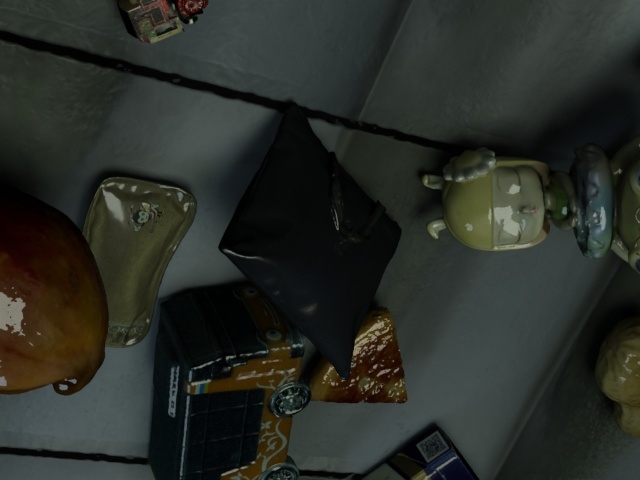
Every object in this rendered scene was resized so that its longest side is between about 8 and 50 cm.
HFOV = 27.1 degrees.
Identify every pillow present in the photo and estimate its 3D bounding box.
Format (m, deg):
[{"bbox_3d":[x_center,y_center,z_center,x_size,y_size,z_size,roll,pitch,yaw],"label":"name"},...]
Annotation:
[{"bbox_3d":[-0.220,0.028,1.458,0.130,0.033,0.218,12,116,-32],"label":"pillow"}]

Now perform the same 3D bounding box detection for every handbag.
[{"bbox_3d":[0.000,0.000,1.473,0.254,0.088,0.211,49,52,-38],"label":"handbag"}]

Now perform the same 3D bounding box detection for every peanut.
[{"bbox_3d":[0.452,0.200,1.883,0.120,0.110,0.236,-42,142,-24],"label":"peanut"}]

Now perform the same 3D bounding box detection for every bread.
[{"bbox_3d":[0.039,0.164,1.674,0.136,0.054,0.154,-25,125,-11],"label":"bread"}]

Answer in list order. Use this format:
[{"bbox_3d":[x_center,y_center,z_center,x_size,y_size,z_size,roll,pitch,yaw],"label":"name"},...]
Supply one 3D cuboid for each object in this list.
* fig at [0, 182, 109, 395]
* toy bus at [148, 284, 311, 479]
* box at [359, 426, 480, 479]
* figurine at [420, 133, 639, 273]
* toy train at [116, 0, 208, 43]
[{"bbox_3d":[-0.330,0.043,1.278,0.263,0.224,0.224,10,119,-9],"label":"fig"},{"bbox_3d":[-0.113,0.193,1.564,0.167,0.138,0.275,-6,127,-22],"label":"toy bus"},{"bbox_3d":[0.104,0.388,1.854,0.259,0.071,0.168,-35,131,-2],"label":"box"},{"bbox_3d":[0.318,-0.051,1.570,0.394,0.274,0.227,-2,106,8],"label":"figurine"},{"bbox_3d":[-0.163,-0.260,1.275,0.087,0.050,0.138,-24,130,-7],"label":"toy train"}]
